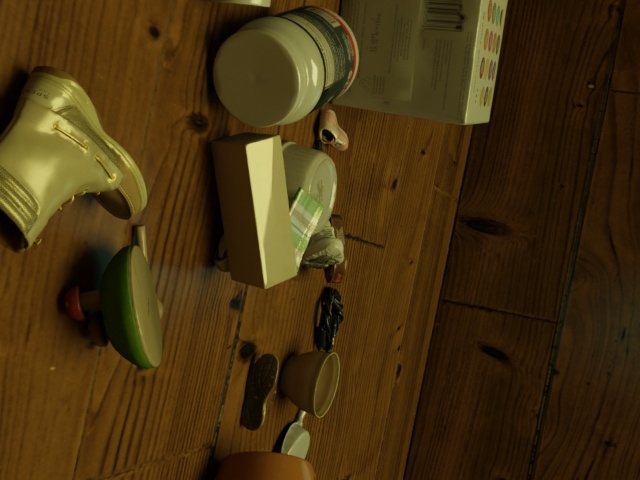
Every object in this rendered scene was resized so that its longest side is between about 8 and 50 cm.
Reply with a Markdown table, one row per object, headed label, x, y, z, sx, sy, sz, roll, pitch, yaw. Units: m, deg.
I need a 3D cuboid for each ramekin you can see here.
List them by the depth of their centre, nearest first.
| label | x | y | z | sx | sy | sz | roll | pitch | yaw |
| --- | --- | --- | --- | --- | --- | --- | --- | --- | --- |
| ramekin | -0.044 | -0.106 | 1.769 | 0.207 | 0.109 | 0.207 | 11 | 90 | -70 |

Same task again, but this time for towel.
| label | x | y | z | sx | sy | sz | roll | pitch | yaw |
| --- | --- | --- | --- | --- | --- | --- | --- | --- | --- |
| towel | -0.045 | -0.019 | 1.650 | 0.152 | 0.023 | 0.113 | -66 | 152 | -8 |

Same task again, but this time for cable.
| label | x | y | z | sx | sy | sz | roll | pitch | yaw |
| --- | --- | --- | --- | --- | --- | --- | --- | --- | --- |
| cable | 0.032 | 0.208 | 2.214 | 0.150 | 0.047 | 0.185 | -40 | 136 | -60 |

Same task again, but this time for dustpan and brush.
| label | x | y | z | sx | sy | sz | roll | pitch | yaw |
| --- | --- | --- | --- | --- | --- | --- | --- | --- | --- |
| dustpan and brush | -0.060 | 0.506 | 2.127 | 0.211 | 0.060 | 0.147 | -59 | 153 | -29 |

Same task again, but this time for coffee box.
| label | x | y | z | sx | sy | sz | roll | pitch | yaw |
| --- | --- | --- | --- | --- | --- | --- | --- | --- | --- |
| coffee box | 0.254 | -0.479 | 2.038 | 0.334 | 0.338 | 0.338 | -21 | 120 | -67 |

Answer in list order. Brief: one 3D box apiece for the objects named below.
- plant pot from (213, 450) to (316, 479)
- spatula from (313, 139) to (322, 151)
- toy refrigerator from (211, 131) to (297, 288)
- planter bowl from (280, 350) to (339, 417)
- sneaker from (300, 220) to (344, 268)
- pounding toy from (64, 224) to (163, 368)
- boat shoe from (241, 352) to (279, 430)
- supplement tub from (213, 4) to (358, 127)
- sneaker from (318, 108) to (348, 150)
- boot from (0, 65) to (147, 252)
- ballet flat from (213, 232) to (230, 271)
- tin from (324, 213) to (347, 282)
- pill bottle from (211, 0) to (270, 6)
| label | x | y | z | sx | sy | sz | roll | pitch | yaw |
| --- | --- | --- | --- | --- | --- | --- | --- | --- | --- |
| plant pot | -0.119 | 0.566 | 1.712 | 0.291 | 0.290 | 0.204 | 65 | 25 | -58 |
| spatula | -0.032 | -0.096 | 1.915 | 0.084 | 0.030 | 0.297 | 50 | 53 | -69 |
| toy refrigerator | -0.118 | -0.058 | 1.514 | 0.094 | 0.102 | 0.270 | -23 | 114 | -40 |
| planter bowl | -0.032 | 0.344 | 2.026 | 0.162 | 0.109 | 0.162 | 12 | 90 | -69 |
| sneaker | 0.000 | 0.000 | 1.902 | 0.232 | 0.090 | 0.115 | 157 | -60 | -74 |
| pounding toy | -0.308 | 0.096 | 1.223 | 0.237 | 0.110 | 0.183 | -108 | -171 | -70 |
| boat shoe | -0.130 | 0.334 | 1.836 | 0.060 | 0.064 | 0.178 | -8 | 114 | -74 |
| supplement tub | -0.058 | -0.321 | 1.503 | 0.272 | 0.191 | 0.191 | -42 | 139 | -58 |
| sneaker | 0.028 | -0.244 | 1.957 | 0.134 | 0.051 | 0.070 | 60 | 30 | -49 |
| boot | -0.332 | -0.061 | 1.047 | 0.262 | 0.095 | 0.203 | 69 | 36 | -52 |
| ballet flat | -0.160 | -0.020 | 1.584 | 0.052 | 0.057 | 0.168 | 46 | 57 | -54 |
| tin | 0.033 | 0.018 | 2.014 | 0.106 | 0.040 | 0.190 | 104 | -16 | -51 |
| pill bottle | -0.123 | -0.500 | 1.342 | 0.121 | 0.121 | 0.221 | -27 | 125 | -65 |
